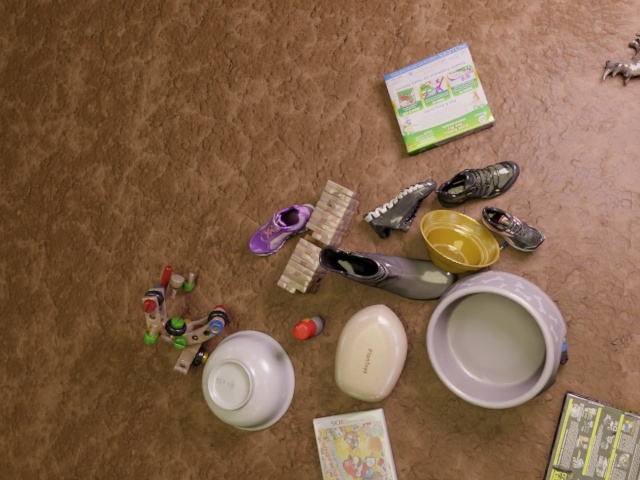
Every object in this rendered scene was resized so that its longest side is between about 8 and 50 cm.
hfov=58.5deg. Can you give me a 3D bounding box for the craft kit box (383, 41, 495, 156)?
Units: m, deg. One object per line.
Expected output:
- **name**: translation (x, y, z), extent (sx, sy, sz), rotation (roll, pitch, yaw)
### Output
- **craft kit box**: translation (0.332, -0.395, 1.613), extent (0.250, 0.061, 0.246), rotation (-18, 75, 17)

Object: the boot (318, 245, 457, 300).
- **boot**: translation (0.178, 0.089, 1.515), extent (0.339, 0.223, 0.118), rotation (4, 84, 20)

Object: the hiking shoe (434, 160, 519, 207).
- **hiking shoe**: translation (0.417, -0.151, 1.517), extent (0.227, 0.114, 0.086), rotation (-23, 77, 16)

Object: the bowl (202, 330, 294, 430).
- **bowl**: translation (-0.235, 0.413, 1.671), extent (0.298, 0.134, 0.297), rotation (-3, 82, 19)

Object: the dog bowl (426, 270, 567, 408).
- **dog bowl**: translation (0.424, 0.255, 1.421), extent (0.349, 0.102, 0.348), rotation (4, 99, 30)

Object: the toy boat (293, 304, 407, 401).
- **toy boat**: translation (0.081, 0.283, 1.583), extent (0.319, 0.148, 0.267), rotation (19, 95, 13)

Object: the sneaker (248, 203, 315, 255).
- **sneaker**: translation (-0.124, -0.039, 1.704), extent (0.237, 0.104, 0.095), rotation (-32, 75, 15)

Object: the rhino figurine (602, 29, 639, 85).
- **rhino figurine**: translation (0.826, -0.475, 1.436), extent (0.243, 0.073, 0.106), rotation (-31, 71, 15)

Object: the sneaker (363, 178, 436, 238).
- **sneaker**: translation (0.236, -0.081, 1.587), extent (0.234, 0.078, 0.106), rotation (-32, 83, 29)

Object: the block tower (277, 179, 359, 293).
- **block tower**: translation (0.000, 0.000, 1.661), extent (0.091, 0.097, 0.335), rotation (28, 95, 21)

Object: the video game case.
- **video game case**: translation (0.096, 0.595, 1.586), extent (0.207, 0.026, 0.226), rotation (-15, 79, 18)

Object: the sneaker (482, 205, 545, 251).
- **sneaker**: translation (0.487, -0.033, 1.476), extent (0.178, 0.077, 0.071), rotation (30, 88, 34)

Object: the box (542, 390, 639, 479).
- **box**: translation (0.670, 0.526, 1.372), extent (0.217, 0.060, 0.269), rotation (14, 88, 21)

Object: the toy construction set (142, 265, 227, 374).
- **toy construction set**: translation (-0.444, 0.258, 1.738), extent (0.308, 0.258, 0.237), rotation (55, 130, 48)

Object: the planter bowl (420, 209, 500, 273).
- **planter bowl**: translation (0.351, 0.022, 1.509), extent (0.217, 0.217, 0.090), rotation (37, 134, 20)

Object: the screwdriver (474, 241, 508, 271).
- **screwdriver**: translation (0.475, 0.025, 1.522), extent (0.170, 0.025, 0.024), rotation (-42, 72, 8)

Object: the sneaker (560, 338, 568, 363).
- **sneaker**: translation (0.546, 0.291, 1.445), extent (0.152, 0.058, 0.084), rotation (-11, 71, 12)
